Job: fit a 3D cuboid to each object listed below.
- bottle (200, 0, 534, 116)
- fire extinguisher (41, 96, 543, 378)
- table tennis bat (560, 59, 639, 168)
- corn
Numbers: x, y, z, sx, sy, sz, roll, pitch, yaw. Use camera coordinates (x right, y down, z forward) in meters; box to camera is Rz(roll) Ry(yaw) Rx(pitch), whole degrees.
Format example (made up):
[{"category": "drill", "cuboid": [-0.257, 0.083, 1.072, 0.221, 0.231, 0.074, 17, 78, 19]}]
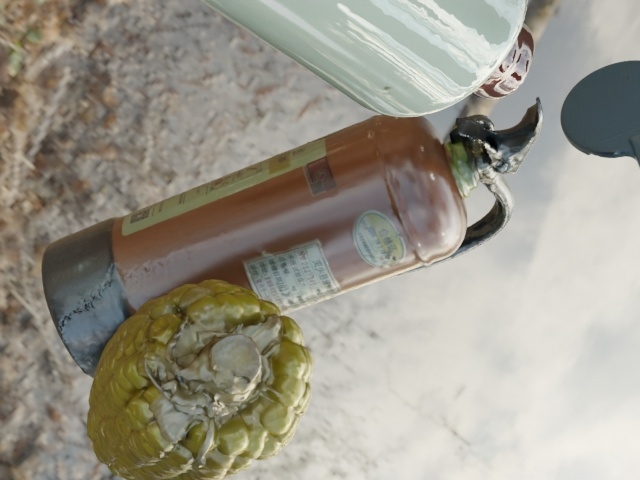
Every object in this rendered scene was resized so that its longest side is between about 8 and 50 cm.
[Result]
[{"category": "bottle", "cuboid": [0.010, -0.119, 0.556, 0.245, 0.104, 0.104, 27, 98, -47]}, {"category": "fire extinguisher", "cuboid": [-0.004, -0.010, 1.037, 0.376, 0.113, 0.200, -21, 176, 11]}, {"category": "table tennis bat", "cuboid": [0.245, -0.093, 1.107, 0.100, 0.155, 0.019, -23, 128, 8]}, {"category": "corn", "cuboid": [-0.088, 0.098, 0.873, 0.119, 0.119, 0.322, -32, 179, -24]}]
